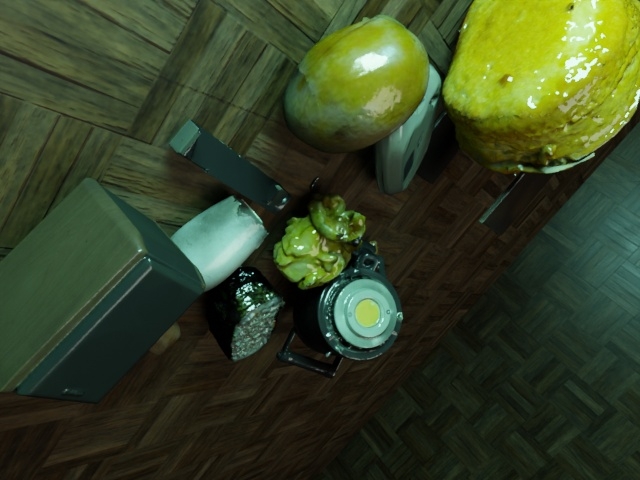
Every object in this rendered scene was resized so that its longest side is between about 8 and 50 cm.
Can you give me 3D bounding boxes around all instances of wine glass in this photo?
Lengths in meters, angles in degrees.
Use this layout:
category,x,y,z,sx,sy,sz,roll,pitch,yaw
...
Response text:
category,x,y,z,sx,sy,sz,roll,pitch,yaw
wine glass,-0.188,0.018,0.753,0.204,0.111,0.111,-40,151,0

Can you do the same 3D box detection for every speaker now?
category,x,y,z,sx,sy,sz,roll,pitch,yaw
speaker,-0.304,0.069,0.604,0.231,0.192,0.153,-47,150,-5

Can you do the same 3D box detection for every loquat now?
category,x,y,z,sx,sy,sz,roll,pitch,yaw
loquat,0.050,-0.225,0.683,0.227,0.179,0.179,-36,150,0

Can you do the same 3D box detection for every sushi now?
category,x,y,z,sx,sy,sz,roll,pitch,yaw
sushi,-0.162,0.144,0.932,0.124,0.127,0.225,-25,153,-32

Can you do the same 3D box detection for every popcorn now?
category,x,y,z,sx,sy,sz,roll,pitch,yaw
popcorn,-0.010,0.001,0.935,0.169,0.173,0.195,-3,145,-20

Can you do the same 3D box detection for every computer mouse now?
category,x,y,z,sx,sy,sz,roll,pitch,yaw
computer mouse,0.159,-0.211,0.911,0.197,0.095,0.331,-56,164,-12

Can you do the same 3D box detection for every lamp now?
category,x,y,z,sx,sy,sz,roll,pitch,yaw
lamp,0.055,0.184,1.080,0.373,0.205,0.272,-66,-167,3

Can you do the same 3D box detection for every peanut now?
category,x,y,z,sx,sy,sz,roll,pitch,yaw
peanut,-0.302,0.162,0.839,0.076,0.076,0.152,-36,147,-15

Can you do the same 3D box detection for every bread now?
category,x,y,z,sx,sy,sz,roll,pitch,yaw
bread,0.379,-0.306,0.825,0.204,0.337,0.358,18,86,-41

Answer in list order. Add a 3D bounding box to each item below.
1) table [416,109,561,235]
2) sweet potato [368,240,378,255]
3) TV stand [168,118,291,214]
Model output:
category,x,y,z,sx,sy,sz,roll,pitch,yaw
table,0.399,-0.202,1.066,0.282,0.250,0.196,-54,150,14
sweet potato,0.118,0.069,1.266,0.056,0.056,0.194,-19,148,-38
TV stand,-0.132,-0.108,0.734,0.049,0.040,0.256,-48,151,6
